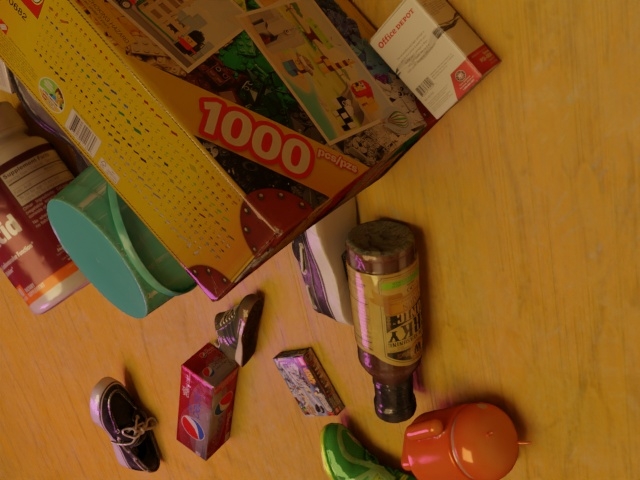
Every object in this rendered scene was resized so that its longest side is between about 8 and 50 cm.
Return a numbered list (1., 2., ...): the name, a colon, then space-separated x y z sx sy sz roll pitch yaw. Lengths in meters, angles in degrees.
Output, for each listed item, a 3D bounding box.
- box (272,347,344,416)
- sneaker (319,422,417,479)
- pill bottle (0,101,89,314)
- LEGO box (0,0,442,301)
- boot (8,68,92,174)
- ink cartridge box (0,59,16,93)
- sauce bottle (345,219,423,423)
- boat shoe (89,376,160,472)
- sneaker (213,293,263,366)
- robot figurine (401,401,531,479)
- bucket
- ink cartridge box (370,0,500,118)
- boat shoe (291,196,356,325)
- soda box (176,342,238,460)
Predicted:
1. box: -0.023 0.268 1.668 0.094 0.027 0.137 -14 108 48
2. sneaker: 0.113 0.445 1.636 0.123 0.109 0.295 -41 86 26
3. pill bottle: -0.592 -0.067 1.792 0.224 0.224 0.392 -30 97 49
4. LEGO box: -0.141 -0.231 1.150 0.500 0.372 0.193 48 139 3
5. boot: -0.390 -0.230 1.594 0.223 0.118 0.338 -17 118 44
6. ink cartridge box: -0.640 -0.384 1.710 0.203 0.086 0.148 22 131 31
7. sauce bottle: 0.107 0.136 1.395 0.111 0.111 0.344 16 130 34
8. boat shoe: -0.459 0.453 2.137 0.105 0.113 0.306 13 129 28
9. sneaker: -0.166 0.160 1.689 0.086 0.064 0.192 29 138 17
10. robot figurine: 0.225 0.326 1.412 0.219 0.128 0.158 -26 97 50
11. bucket: -0.295 -0.020 1.448 0.281 0.183 0.281 35 150 24
12. ink cartridge box: 0.144 -0.239 1.126 0.135 0.056 0.099 49 139 2
13. boat shoe: 0.000 0.000 1.402 0.102 0.108 0.301 13 133 34
14. soda box: -0.241 0.344 1.879 0.092 0.083 0.263 31 135 21
